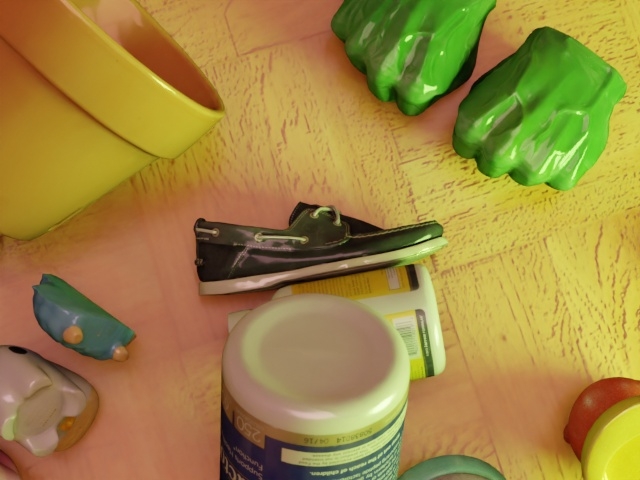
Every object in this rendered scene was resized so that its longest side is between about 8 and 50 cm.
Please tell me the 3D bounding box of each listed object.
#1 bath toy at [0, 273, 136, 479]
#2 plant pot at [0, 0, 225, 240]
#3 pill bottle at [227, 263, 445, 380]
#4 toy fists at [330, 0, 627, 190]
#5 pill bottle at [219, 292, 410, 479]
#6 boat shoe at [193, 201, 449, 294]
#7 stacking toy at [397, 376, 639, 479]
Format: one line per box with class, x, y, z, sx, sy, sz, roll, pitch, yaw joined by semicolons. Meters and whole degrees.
bath toy;-0.303;0.194;1.517;0.129;0.151;0.348;32;83;38
plant pot;-0.254;-0.138;1.504;0.291;0.291;0.203;44;99;3
pill bottle;0.014;0.085;1.545;0.184;0.103;0.103;-10;83;0
toy fists;0.140;-0.152;1.606;0.279;0.096;0.142;36;72;3
pill bottle;-0.009;0.187;1.458;0.153;0.264;0.153;2;40;-2
boat shoe;0.000;0.000;1.581;0.233;0.084;0.079;-7;83;-1
stacking toy;0.216;0.281;1.570;0.309;0.130;0.279;-23;110;-3
